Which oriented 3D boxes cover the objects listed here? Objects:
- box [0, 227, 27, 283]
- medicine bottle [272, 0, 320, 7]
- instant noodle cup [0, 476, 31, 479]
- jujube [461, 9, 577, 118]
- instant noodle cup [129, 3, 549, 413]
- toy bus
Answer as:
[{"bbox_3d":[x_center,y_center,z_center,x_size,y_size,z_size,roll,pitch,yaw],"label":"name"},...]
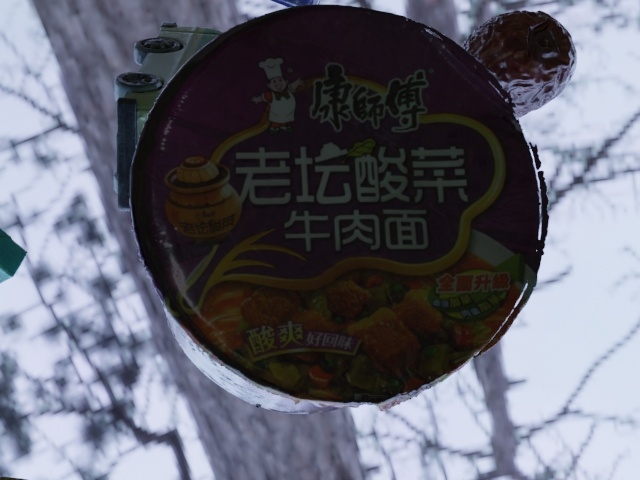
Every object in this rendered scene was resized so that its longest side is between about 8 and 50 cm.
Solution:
[{"bbox_3d":[-0.401,-0.025,1.636,0.161,0.226,0.042,-23,-148,43],"label":"box"},{"bbox_3d":[0.010,-0.299,1.430,0.059,0.059,0.231,23,-86,32],"label":"medicine bottle"},{"bbox_3d":[-0.239,0.310,1.349,0.216,0.215,0.172,-28,-157,-11],"label":"instant noodle cup"},{"bbox_3d":[0.195,-0.178,1.885,0.112,0.176,0.109,35,-118,-11],"label":"jujube"},{"bbox_3d":[0.000,0.000,1.132,0.251,0.190,0.251,2,-106,-8],"label":"instant noodle cup"},{"bbox_3d":[-0.132,-0.137,1.942,0.165,0.133,0.276,5,-154,4],"label":"toy bus"}]
